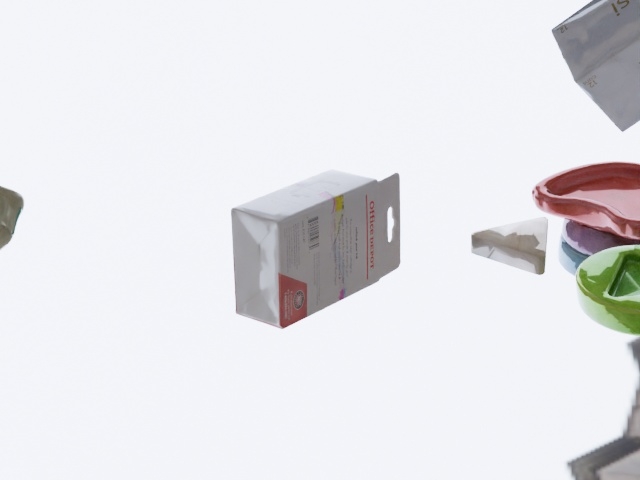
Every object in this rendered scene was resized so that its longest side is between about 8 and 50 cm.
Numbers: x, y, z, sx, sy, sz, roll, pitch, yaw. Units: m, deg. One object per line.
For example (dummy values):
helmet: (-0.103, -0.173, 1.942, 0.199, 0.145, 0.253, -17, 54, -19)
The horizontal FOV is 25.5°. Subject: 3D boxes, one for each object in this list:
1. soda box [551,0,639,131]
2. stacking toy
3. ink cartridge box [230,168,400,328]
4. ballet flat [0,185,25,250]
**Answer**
soda box: (0.281, -0.177, 1.028, 0.216, 0.069, 0.074, -35, -48, 21)
stacking toy: (0.325, 0.046, 1.426, 0.280, 0.309, 0.130, -24, -56, -33)
ink cartridge box: (0.000, 0.000, 1.436, 0.198, 0.067, 0.115, -23, -60, -46)
ballet flat: (-0.383, -0.078, 1.312, 0.248, 0.086, 0.086, 34, -105, -4)
